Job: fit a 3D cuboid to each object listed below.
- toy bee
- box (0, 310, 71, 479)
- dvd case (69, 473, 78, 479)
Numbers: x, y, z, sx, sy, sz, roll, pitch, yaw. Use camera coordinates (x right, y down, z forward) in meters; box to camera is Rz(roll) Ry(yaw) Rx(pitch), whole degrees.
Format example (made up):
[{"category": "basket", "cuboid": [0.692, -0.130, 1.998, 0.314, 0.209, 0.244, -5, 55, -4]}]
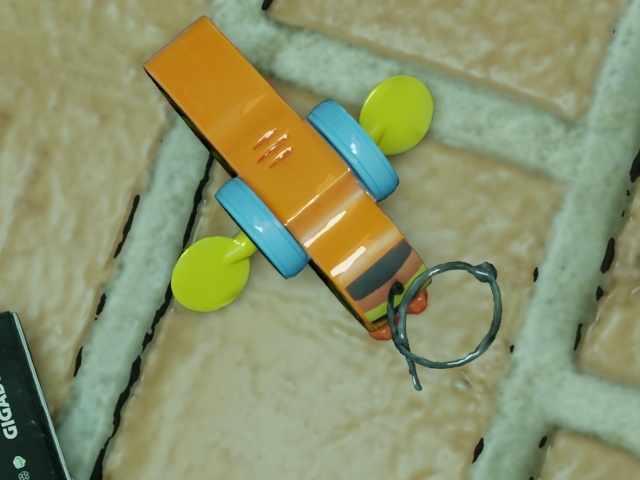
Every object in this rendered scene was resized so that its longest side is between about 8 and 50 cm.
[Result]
[{"category": "toy bee", "cuboid": [0.000, 0.000, 0.993, 0.195, 0.162, 0.298, -22, 60, 6]}, {"category": "box", "cuboid": [-0.256, 0.226, 0.927, 0.257, 0.079, 0.322, -17, 74, -18]}, {"category": "dvd case", "cuboid": [-0.203, 0.222, 1.020, 0.221, 0.018, 0.164, 37, 85, 4]}]
